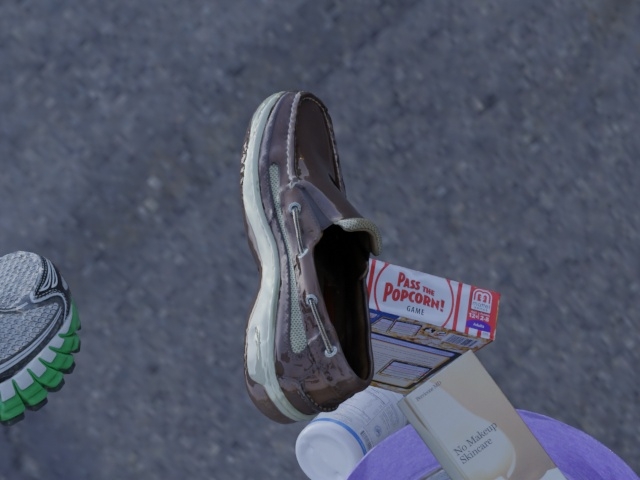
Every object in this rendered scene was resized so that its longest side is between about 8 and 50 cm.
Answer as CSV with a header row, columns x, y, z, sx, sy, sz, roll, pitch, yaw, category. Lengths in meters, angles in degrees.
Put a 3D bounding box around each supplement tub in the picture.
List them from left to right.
x,y,z,sx,sy,sz,roll,pitch,yaw,category
0.030,0.180,1.841,0.071,0.071,0.107,-3,21,31,supplement tub

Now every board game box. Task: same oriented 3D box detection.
x,y,z,sx,sy,sz,roll,pitch,yaw,category
0.044,0.073,1.644,0.193,0.147,0.045,137,145,-64,board game box

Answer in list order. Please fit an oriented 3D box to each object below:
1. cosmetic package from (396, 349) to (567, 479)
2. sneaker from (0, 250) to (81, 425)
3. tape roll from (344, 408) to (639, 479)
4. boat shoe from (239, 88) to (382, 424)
x,y,z,sx,sy,sz,roll,pitch,yaw,category
0.110,0.138,1.337,0.060,0.041,0.115,-36,85,-14,cosmetic package
-0.284,0.070,1.286,0.134,0.146,0.343,-2,16,33,sneaker
0.133,0.269,1.514,0.275,0.090,0.275,1,58,-2,tape roll
0.005,0.003,1.407,0.095,0.095,0.257,-19,62,33,boat shoe
